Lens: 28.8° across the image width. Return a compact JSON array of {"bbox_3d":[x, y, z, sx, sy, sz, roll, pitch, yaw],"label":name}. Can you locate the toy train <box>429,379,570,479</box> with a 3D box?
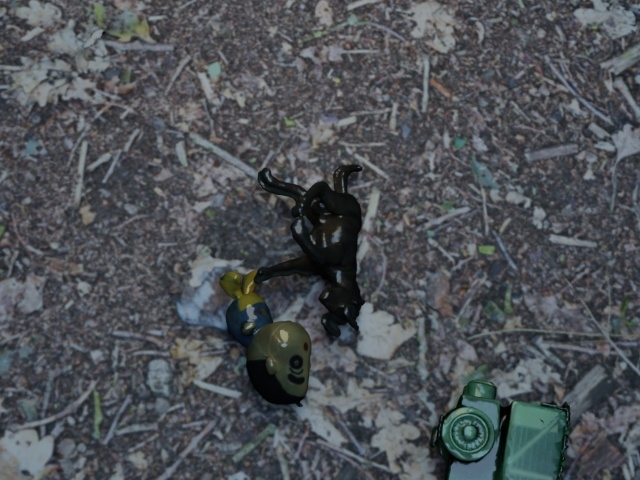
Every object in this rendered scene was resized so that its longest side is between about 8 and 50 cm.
[{"bbox_3d":[0.191,0.290,1.399,0.154,0.115,0.269,11,67,4],"label":"toy train"}]

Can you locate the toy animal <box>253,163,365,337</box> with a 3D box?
[{"bbox_3d":[0.000,0.000,1.507,0.148,0.084,0.232,27,51,-37],"label":"toy animal"}]

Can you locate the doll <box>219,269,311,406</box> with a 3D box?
[{"bbox_3d":[-0.058,0.113,1.459,0.089,0.102,0.179,-31,75,28],"label":"doll"}]
